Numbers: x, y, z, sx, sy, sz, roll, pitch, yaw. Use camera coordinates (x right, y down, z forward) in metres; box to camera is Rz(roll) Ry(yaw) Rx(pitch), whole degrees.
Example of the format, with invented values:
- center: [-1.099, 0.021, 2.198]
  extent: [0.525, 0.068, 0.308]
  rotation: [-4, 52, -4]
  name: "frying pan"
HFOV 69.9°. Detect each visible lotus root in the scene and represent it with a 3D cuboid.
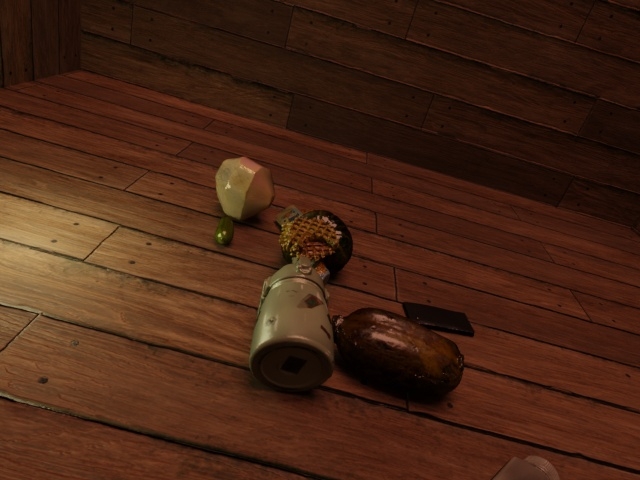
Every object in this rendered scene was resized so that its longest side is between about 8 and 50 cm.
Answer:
- center: [0.211, 0.304, 1.274]
  extent: [0.397, 0.179, 0.196]
  rotation: [19, 26, 3]
  name: "lotus root"

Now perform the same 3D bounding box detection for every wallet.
- center: [-0.117, -0.084, 1.885]
  extent: [0.110, 0.039, 0.155]
  rotation: [-34, 39, -10]
  name: "wallet"
- center: [0.415, 0.272, 1.612]
  extent: [0.244, 0.025, 0.124]
  rotation: [11, 28, -10]
  name: "wallet"

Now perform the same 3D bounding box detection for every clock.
- center: [-0.060, 0.126, 1.489]
  extent: [0.144, 0.103, 0.231]
  rotation: [28, 58, 16]
  name: "clock"

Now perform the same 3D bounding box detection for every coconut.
- center: [-0.300, -0.209, 1.852]
  extent: [0.259, 0.259, 0.259]
  rotation: [13, 28, -7]
  name: "coconut"

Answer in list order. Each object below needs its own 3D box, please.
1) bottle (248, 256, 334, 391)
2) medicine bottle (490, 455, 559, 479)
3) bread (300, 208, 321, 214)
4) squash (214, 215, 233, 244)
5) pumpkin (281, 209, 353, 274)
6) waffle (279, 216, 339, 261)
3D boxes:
- center: [-0.075, 0.210, 1.238]
  extent: [0.229, 0.229, 0.352]
  rotation: [12, 35, -10]
  name: "bottle"
- center: [0.458, 0.569, 1.028]
  extent: [0.188, 0.088, 0.132]
  rotation: [-12, 39, -42]
  name: "medicine bottle"
- center: [-0.020, -0.086, 1.961]
  extent: [0.177, 0.084, 0.119]
  rotation: [12, 27, 2]
  name: "bread"
- center: [-0.358, -0.042, 1.716]
  extent: [0.066, 0.066, 0.201]
  rotation: [10, 22, -13]
  name: "squash"
- center: [-0.006, 0.022, 1.674]
  extent: [0.260, 0.189, 0.260]
  rotation: [-3, 57, 4]
  name: "pumpkin"
- center: [-0.033, -0.007, 1.507]
  extent: [0.193, 0.070, 0.197]
  rotation: [-25, 48, -39]
  name: "waffle"
